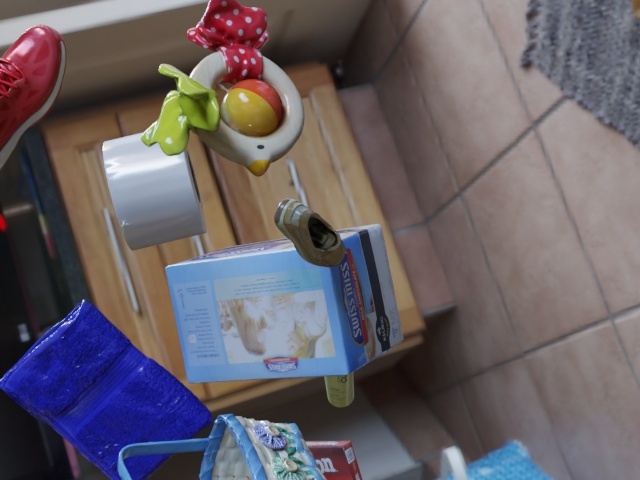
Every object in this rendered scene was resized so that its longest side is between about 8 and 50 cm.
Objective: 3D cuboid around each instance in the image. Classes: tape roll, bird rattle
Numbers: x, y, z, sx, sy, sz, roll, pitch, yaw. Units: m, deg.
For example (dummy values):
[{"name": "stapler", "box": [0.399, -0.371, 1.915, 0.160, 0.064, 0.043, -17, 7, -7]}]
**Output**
[{"name": "tape roll", "box": [-0.354, -0.114, 2.131, 0.246, 0.169, 0.246, 166, 90, -87]}, {"name": "bird rattle", "box": [-0.116, -0.192, 1.304, 0.207, 0.253, 0.143, 39, 136, -10]}]

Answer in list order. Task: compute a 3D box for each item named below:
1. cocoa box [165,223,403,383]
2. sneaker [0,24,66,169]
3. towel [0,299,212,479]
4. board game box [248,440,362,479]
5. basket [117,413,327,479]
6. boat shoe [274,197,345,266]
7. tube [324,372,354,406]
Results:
[{"name": "cocoa box", "box": [-0.066, 0.117, 1.793, 0.347, 0.228, 0.231, -8, 95, 30]}, {"name": "sneaker", "box": [-0.403, -0.178, 1.221, 0.087, 0.221, 0.128, 27, 180, 12]}, {"name": "towel", "box": [-0.364, 0.274, 1.670, 0.308, 0.228, 0.076, 43, -163, -14]}, {"name": "board game box", "box": [-0.039, 0.434, 1.792, 0.281, 0.027, 0.145, -11, 99, 40]}, {"name": "basket", "box": [-0.140, 0.385, 1.491, 0.254, 0.289, 0.201, 52, 139, 45]}, {"name": "boat shoe", "box": [0.000, 0.000, 1.509, 0.072, 0.068, 0.190, 18, 170, 32]}, {"name": "tube", "box": [0.036, 0.276, 2.148, 0.240, 0.070, 0.062, 85, 164, -49]}]
